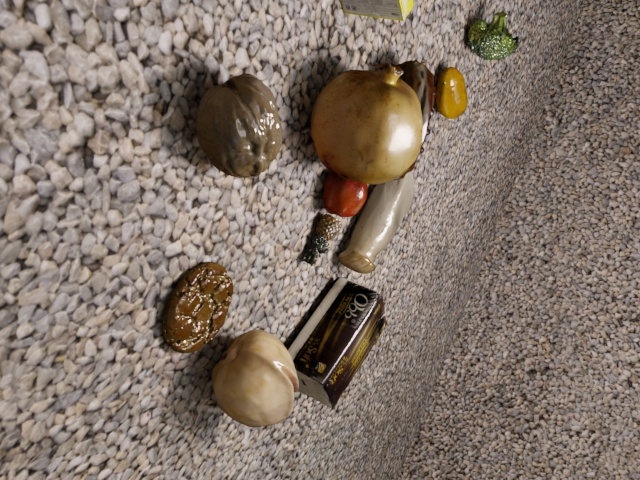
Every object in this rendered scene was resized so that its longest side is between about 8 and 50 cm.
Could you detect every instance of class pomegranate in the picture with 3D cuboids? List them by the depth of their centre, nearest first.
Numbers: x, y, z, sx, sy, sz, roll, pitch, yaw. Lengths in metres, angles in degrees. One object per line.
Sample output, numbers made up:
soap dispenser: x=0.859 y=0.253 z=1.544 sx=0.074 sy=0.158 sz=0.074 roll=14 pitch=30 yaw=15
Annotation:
pomegranate: x=0.126 y=-0.306 z=1.455 sx=0.319 sy=0.319 sz=0.319 roll=-38 pitch=139 yaw=-43

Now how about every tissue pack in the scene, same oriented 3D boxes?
tissue pack: x=0.133 y=-0.604 z=1.379 sx=0.062 sy=0.176 sz=0.095 roll=-61 pitch=150 yaw=-18
tissue pack: x=0.041 y=0.324 z=1.809 sx=0.370 sy=0.198 sz=0.210 roll=-53 pitch=151 yaw=-26

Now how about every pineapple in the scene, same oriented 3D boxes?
pineapple: x=0.000 y=0.000 z=1.666 sx=0.159 sy=0.074 sz=0.074 roll=-60 pitch=151 yaw=-6

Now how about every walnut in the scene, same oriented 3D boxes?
walnut: x=-0.162 y=-0.222 z=1.147 sx=0.178 sy=0.178 sz=0.230 roll=-53 pitch=152 yaw=-26

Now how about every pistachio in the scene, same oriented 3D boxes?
pistachio: x=-0.160 y=0.358 z=1.457 sx=0.230 sy=0.229 sz=0.309 roll=-51 pitch=146 yaw=-30

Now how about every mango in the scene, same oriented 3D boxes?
mango: x=0.488 y=-0.547 z=2.095 sx=0.147 sy=0.109 sz=0.227 roll=-57 pitch=148 yaw=-13

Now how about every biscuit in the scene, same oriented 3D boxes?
biscuit: x=-0.280 y=0.159 z=1.316 sx=0.226 sy=0.042 sz=0.226 roll=-37 pitch=137 yaw=-45
biscuit: x=0.251 y=-0.358 z=1.695 sx=0.268 sy=0.115 sz=0.366 roll=-122 pitch=-137 yaw=-72

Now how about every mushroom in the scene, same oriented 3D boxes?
mushroom: x=0.202 y=-0.074 z=1.892 sx=0.407 sy=0.137 sz=0.154 roll=-60 pitch=162 yaw=-11

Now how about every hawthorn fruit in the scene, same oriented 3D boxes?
hawthorn fruit: x=0.072 y=-0.132 z=1.634 sx=0.132 sy=0.132 sz=0.138 roll=-3 pitch=120 yaw=-59

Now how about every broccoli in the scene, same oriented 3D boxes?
broccoli: x=0.667 y=-0.781 z=2.162 sx=0.226 sy=0.198 sz=0.176 roll=-46 pitch=158 yaw=-24
